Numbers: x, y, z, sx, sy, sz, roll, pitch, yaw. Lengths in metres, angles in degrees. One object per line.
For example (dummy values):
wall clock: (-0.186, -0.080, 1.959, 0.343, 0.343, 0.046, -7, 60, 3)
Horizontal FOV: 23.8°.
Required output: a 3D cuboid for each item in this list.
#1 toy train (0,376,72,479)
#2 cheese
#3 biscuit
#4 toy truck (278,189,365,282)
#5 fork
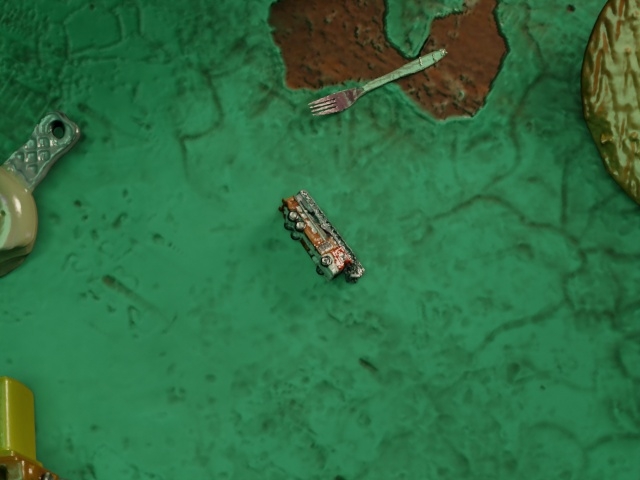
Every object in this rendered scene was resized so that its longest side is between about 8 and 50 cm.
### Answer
toy train: (-0.295, 0.173, 1.161, 0.219, 0.089, 0.127, -6, 73, 8)
cheese: (-0.253, -0.027, 1.193, 0.171, 0.047, 0.092, -29, 81, 4)
biscuit: (0.265, -0.117, 1.121, 0.144, 0.033, 0.224, 6, 97, 15)
toy truck: (0.000, 0.000, 1.166, 0.032, 0.024, 0.083, -29, 76, -26)
fork: (0.046, -0.123, 1.181, 0.115, 0.012, 0.016, -25, 85, 0)
